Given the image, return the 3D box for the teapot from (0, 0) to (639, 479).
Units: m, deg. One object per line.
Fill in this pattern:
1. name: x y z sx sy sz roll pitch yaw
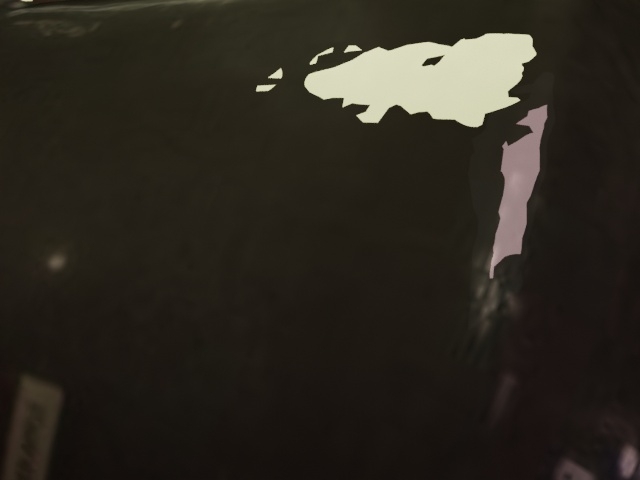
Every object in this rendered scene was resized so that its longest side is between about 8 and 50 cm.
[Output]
1. teapot: -0.053 0.001 0.590 0.362 0.376 0.305 10 -1 7
